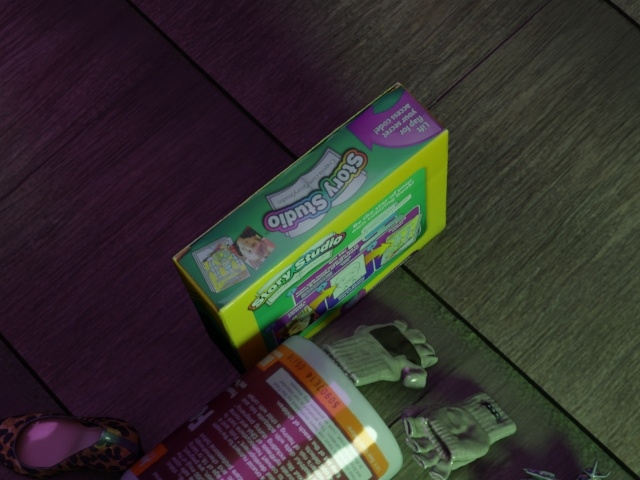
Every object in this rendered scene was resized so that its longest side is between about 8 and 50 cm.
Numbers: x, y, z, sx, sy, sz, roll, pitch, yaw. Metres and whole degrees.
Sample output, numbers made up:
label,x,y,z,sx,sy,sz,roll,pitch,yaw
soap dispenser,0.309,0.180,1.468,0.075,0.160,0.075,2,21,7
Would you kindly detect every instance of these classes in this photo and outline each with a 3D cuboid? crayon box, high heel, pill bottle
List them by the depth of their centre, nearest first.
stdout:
label,x,y,z,sx,sy,sz,roll,pitch,yaw
pill bottle,-0.110,0.321,1.785,0.392,0.224,0.224,-39,69,-11
high heel,-0.352,0.254,1.855,0.261,0.186,0.093,9,68,9
crayon box,0.000,0.000,1.860,0.363,0.313,0.106,-39,69,-11

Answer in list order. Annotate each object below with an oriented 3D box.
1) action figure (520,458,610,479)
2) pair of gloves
label,x,y,z,sx,sy,sz,roll,pitch,yaw
action figure,0.299,0.400,1.783,0.185,0.099,0.285,20,67,19
pair of gloves,0.124,0.199,1.852,0.240,0.204,0.042,44,119,16
